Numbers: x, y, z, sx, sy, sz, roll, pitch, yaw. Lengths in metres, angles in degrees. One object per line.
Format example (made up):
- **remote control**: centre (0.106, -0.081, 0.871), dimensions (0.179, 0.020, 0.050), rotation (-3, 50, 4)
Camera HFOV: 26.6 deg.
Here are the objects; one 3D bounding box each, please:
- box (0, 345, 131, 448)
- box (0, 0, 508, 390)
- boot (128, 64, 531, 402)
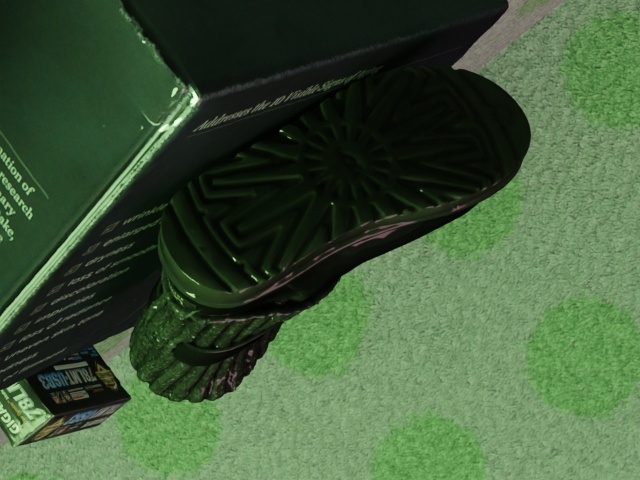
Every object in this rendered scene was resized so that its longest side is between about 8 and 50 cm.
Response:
- **box**: centre (-0.386, 0.111, 1.686), dimensions (0.073, 0.293, 0.295), rotation (-38, 173, 7)
- **box**: centre (-0.166, -0.135, 1.213), dimensions (0.472, 0.297, 0.480), rotation (-41, 171, 36)
- **boot**: centre (-0.003, -0.003, 1.154), dimensions (0.348, 0.131, 0.260), rotation (-23, 160, -20)
